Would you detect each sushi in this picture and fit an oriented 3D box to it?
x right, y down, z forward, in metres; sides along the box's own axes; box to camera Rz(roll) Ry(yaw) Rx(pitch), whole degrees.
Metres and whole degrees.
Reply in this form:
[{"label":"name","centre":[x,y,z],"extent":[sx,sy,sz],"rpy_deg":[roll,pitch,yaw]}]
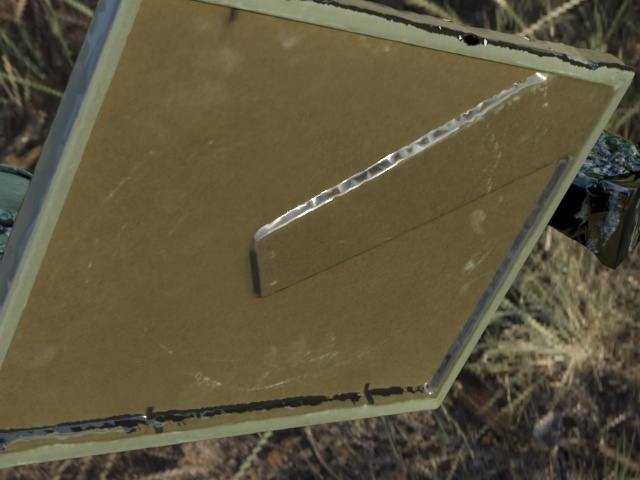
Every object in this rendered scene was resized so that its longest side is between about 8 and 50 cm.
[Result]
[{"label":"sushi","centre":[0.166,-0.039,0.723],"extent":[0.083,0.056,0.084],"rpy_deg":[23,43,28]}]

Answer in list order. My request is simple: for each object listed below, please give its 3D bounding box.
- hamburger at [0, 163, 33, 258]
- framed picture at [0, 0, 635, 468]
[{"label":"hamburger","centre":[-0.239,-0.011,0.825],"extent":[0.133,0.062,0.140],"rpy_deg":[4,18,-28]},{"label":"framed picture","centre":[0.000,0.000,0.572],"extent":[0.022,0.335,0.247],"rpy_deg":[45,120,35]}]
